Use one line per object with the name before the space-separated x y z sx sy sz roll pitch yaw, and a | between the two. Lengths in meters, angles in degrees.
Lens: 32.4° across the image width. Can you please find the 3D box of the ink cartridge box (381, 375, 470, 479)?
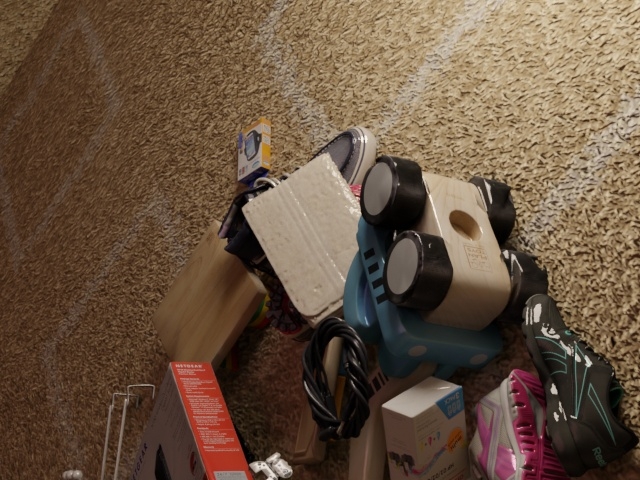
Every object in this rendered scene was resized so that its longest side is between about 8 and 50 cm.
ink cartridge box | 0.148 0.292 1.507 0.061 0.104 0.181 14 119 46

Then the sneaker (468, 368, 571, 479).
sneaker | 0.262 0.307 1.480 0.111 0.103 0.252 -38 39 40

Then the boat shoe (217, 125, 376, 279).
boat shoe | -0.048 -0.082 2.013 0.341 0.158 0.127 -55 38 17

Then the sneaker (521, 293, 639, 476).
sneaker | 0.341 0.181 1.460 0.106 0.101 0.267 -22 52 18

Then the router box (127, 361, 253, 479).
router box | -0.241 0.441 1.977 0.301 0.082 0.336 62 139 46

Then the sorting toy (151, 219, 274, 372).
sorting toy | -0.197 0.138 2.151 0.257 0.089 0.255 -56 38 16

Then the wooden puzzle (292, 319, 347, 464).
wooden puzzle | 0.005 0.254 1.797 0.239 0.044 0.221 122 159 -74

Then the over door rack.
over door rack | -0.444 0.441 2.211 0.239 0.108 0.324 148 141 -69

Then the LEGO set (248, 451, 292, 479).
LEGO set | -0.012 0.435 1.763 0.227 0.093 0.087 44 147 25

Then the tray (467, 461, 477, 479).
tray | 0.172 0.444 1.571 0.270 0.030 0.145 -53 38 21

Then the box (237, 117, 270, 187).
box | -0.138 -0.179 2.290 0.081 0.028 0.136 -29 50 41

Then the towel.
towel | 0.000 0.000 1.856 0.187 0.049 0.282 -33 60 5

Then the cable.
cable | 0.022 0.199 1.614 0.150 0.047 0.185 -33 56 58

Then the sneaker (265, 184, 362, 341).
sneaker | 0.011 0.036 1.927 0.120 0.112 0.299 29 83 30

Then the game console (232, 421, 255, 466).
game console | -0.185 0.406 2.006 0.122 0.071 0.107 -32 27 40

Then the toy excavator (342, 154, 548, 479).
toy excavator | 0.131 0.162 1.661 0.445 0.222 0.433 -54 37 41
